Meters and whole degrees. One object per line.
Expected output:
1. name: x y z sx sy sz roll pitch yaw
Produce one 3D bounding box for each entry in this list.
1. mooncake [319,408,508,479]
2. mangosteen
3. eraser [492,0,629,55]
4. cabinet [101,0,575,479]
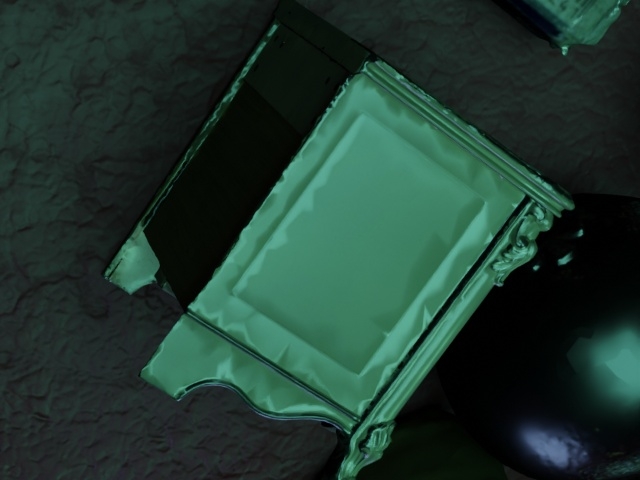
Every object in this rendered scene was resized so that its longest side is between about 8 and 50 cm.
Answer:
1. mooncake: 0.156 0.400 1.535 0.394 0.246 0.393 17 106 -20
2. mangosteen: 0.255 0.113 1.445 0.297 0.297 0.313 -11 105 -16
3. eraser: 0.151 -0.316 1.383 0.332 0.101 0.155 33 95 -24
4. cabinet: 0.000 0.000 1.324 0.227 0.290 0.318 33 96 -23
